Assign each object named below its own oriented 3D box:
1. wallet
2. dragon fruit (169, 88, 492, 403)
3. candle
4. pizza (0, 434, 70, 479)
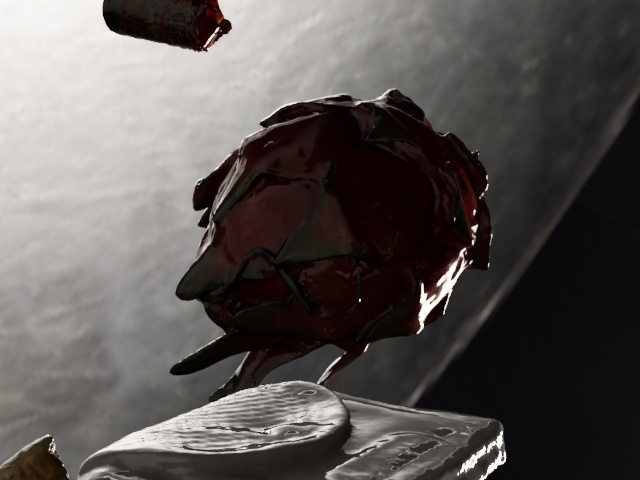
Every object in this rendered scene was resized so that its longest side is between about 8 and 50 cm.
[{"bbox_3d":[-0.007,0.087,0.635,0.183,0.124,0.032,-13,111,-64],"label":"wallet"},{"bbox_3d":[0.000,0.000,1.136,0.274,0.192,0.193,-31,154,-13],"label":"dragon fruit"},{"bbox_3d":[-0.123,-0.186,1.350,0.052,0.130,0.052,-23,122,-43],"label":"candle"},{"bbox_3d":[-0.258,0.286,1.325,0.056,0.134,0.271,114,-16,-61],"label":"pizza"}]
